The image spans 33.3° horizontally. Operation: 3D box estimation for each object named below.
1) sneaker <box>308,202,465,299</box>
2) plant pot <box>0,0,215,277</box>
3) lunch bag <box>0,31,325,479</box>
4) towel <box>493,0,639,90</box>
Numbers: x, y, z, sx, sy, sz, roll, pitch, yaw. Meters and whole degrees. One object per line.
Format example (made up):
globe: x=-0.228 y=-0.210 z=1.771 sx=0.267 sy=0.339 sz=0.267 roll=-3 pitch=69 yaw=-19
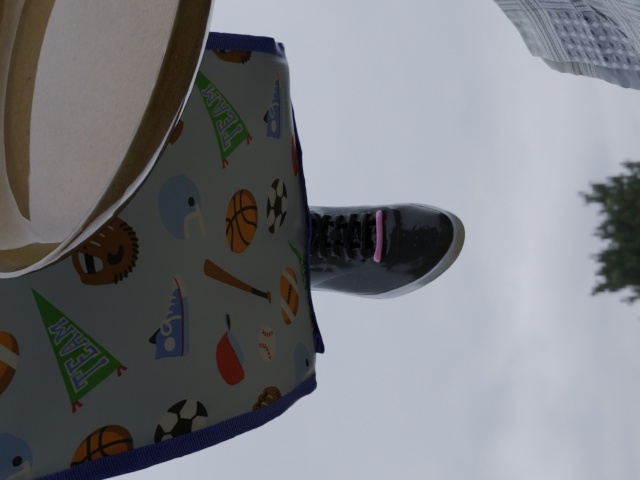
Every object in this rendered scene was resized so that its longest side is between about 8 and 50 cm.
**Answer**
sneaker: x=0.000 y=0.000 z=1.154 sx=0.147 sy=0.296 sz=0.104 roll=23 pitch=-112 yaw=-52
plant pot: x=-0.111 y=-0.097 z=0.487 sx=0.032 sy=0.236 sz=0.236 roll=13 pitch=-104 yaw=-39
lunch bag: x=-0.167 y=0.004 z=0.849 sx=0.386 sy=0.239 sz=0.327 roll=-11 pitch=-82 yaw=-42
towel: x=0.242 y=-0.261 z=1.094 sx=0.324 sy=0.312 sz=0.056 roll=42 pitch=-96 yaw=-30
